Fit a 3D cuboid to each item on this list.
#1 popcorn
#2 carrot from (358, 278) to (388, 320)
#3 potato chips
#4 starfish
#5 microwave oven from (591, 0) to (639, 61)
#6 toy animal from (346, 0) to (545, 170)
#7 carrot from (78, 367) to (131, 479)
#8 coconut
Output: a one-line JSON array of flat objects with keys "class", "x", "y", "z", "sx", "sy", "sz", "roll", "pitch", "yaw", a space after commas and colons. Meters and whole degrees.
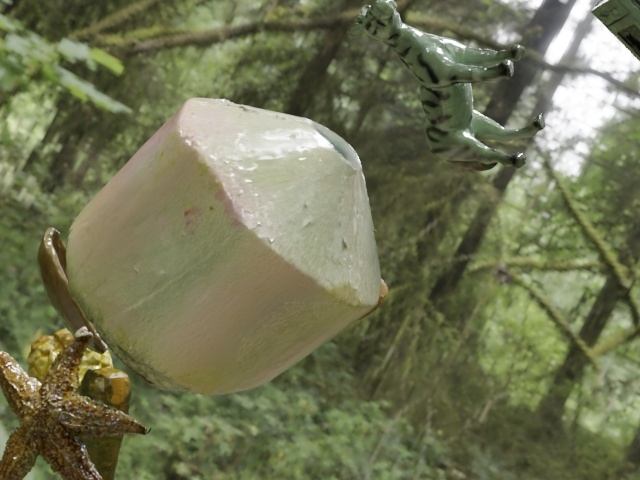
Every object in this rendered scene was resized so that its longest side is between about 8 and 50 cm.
[{"class": "popcorn", "x": -0.510, "y": 0.259, "z": 2.187, "sx": 0.180, "sy": 0.180, "sz": 0.170, "roll": 29, "pitch": 25, "yaw": -33}, {"class": "carrot", "x": 0.000, "y": 0.000, "z": 1.808, "sx": 0.302, "sy": 0.139, "sz": 0.139, "roll": 57, "pitch": -12, "yaw": -17}, {"class": "potato chips", "x": -0.358, "y": 0.081, "z": 1.525, "sx": 0.150, "sy": 0.049, "sz": 0.202, "roll": -115, "pitch": -177, "yaw": -45}, {"class": "starfish", "x": -0.318, "y": 0.220, "z": 1.269, "sx": 0.227, "sy": 0.240, "sz": 0.043, "roll": 24, "pitch": -8, "yaw": 24}, {"class": "microwave oven", "x": 0.594, "y": -0.377, "z": 1.812, "sx": 0.208, "sy": 0.162, "sz": 0.122, "roll": 45, "pitch": -4, "yaw": -4}, {"class": "toy animal", "x": 0.160, "y": -0.188, "z": 1.243, "sx": 0.170, "sy": 0.090, "sz": 0.255, "roll": -12, "pitch": -64, "yaw": 47}, {"class": "carrot", "x": -0.326, "y": 0.274, "z": 1.575, "sx": 0.082, "sy": 0.173, "sz": 0.082, "roll": 13, "pitch": 4, "yaw": -1}, {"class": "coconut", "x": -0.085, "y": -0.003, "z": 1.167, "sx": 0.297, "sy": 0.309, "sz": 0.297, "roll": 47, "pitch": 17, "yaw": -19}]
